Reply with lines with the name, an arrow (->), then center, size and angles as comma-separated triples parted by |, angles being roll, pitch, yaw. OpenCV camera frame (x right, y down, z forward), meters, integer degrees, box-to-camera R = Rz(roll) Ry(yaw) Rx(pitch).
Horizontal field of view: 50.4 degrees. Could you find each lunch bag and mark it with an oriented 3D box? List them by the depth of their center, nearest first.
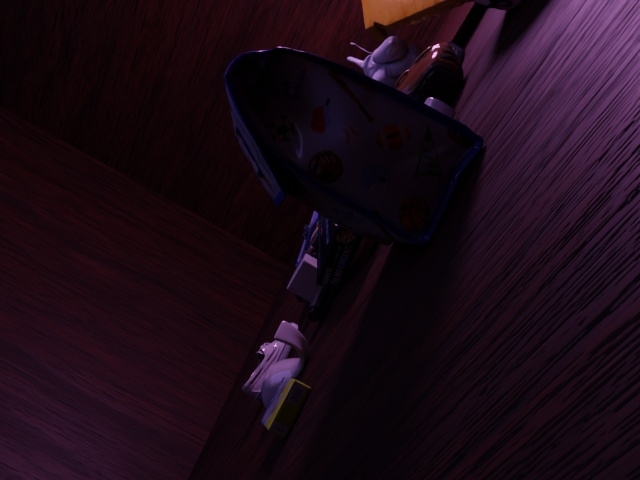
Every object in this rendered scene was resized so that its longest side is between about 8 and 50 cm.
lunch bag -> 0.017, -0.150, 1.129 | 0.239, 0.385, 0.328 | -61, 5, -3
lunch bag -> 0.000, 0.000, 2.219 | 0.303, 0.115, 0.243 | -66, -4, -68

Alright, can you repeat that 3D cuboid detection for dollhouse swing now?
dollhouse swing -> 0.341, -0.703, 2.062 | 0.346, 0.305, 0.315 | -17, 57, 22

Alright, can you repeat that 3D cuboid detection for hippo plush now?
hippo plush -> 0.213, -0.509, 2.216 | 0.234, 0.294, 0.237 | 106, 179, -77

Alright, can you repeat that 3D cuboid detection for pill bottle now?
pill bottle -> 0.206, -0.208, 1.347 | 0.137, 0.078, 0.078 | -60, 4, 0

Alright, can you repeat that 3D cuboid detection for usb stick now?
usb stick -> 0.037, 0.080, 1.726 | 0.278, 0.045, 0.077 | -63, 5, -30

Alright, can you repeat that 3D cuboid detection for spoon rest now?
spoon rest -> -0.081, 0.301, 1.579 | 0.276, 0.084, 0.137 | 104, -170, -46

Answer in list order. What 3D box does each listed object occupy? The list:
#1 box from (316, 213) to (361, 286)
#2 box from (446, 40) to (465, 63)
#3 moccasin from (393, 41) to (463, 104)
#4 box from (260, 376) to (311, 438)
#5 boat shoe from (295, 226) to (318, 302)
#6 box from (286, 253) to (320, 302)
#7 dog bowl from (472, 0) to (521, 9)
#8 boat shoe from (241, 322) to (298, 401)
box -> 0.046, -0.083, 1.603 | 0.293, 0.073, 0.296 | 107, 167, -61
box -> 0.280, -0.378, 1.769 | 0.233, 0.059, 0.183 | -56, 6, 45
moccasin -> 0.197, -0.314, 1.648 | 0.147, 0.139, 0.380 | -87, 21, -45
box -> -0.072, 0.330, 1.362 | 0.109, 0.042, 0.178 | -61, 5, -13
boat shoe -> -0.005, 0.068, 2.034 | 0.092, 0.102, 0.285 | -81, 17, -62
box -> -0.027, 0.110, 1.935 | 0.101, 0.102, 0.087 | -60, 2, 11
dog bowl -> 0.412, -0.651, 1.364 | 0.408, 0.150, 0.408 | -61, 5, 8
boat shoe -> -0.143, 0.334, 1.952 | 0.258, 0.084, 0.095 | -64, 5, -38
